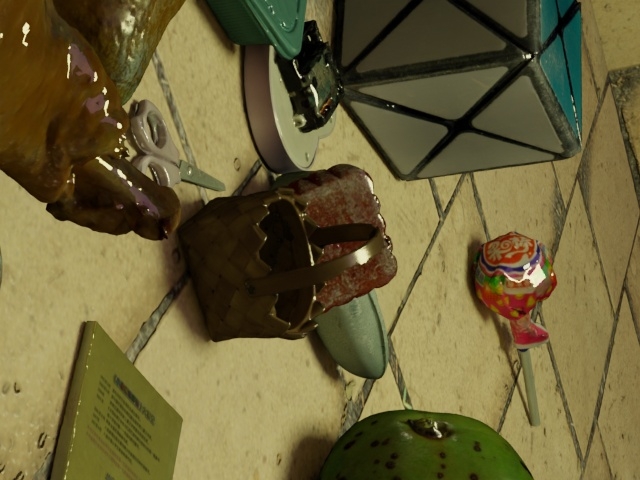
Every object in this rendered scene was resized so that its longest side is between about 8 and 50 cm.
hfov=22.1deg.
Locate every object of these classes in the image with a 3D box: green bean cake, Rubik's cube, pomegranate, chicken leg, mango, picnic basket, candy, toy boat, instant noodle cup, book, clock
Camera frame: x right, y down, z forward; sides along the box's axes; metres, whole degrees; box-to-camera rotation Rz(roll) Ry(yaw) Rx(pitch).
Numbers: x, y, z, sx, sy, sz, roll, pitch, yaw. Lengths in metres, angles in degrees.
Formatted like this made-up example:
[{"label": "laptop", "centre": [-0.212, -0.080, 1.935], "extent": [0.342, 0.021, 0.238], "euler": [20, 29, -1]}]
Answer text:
[{"label": "green bean cake", "centre": [0.000, 0.000, 1.665], "extent": [0.056, 0.135, 0.135], "euler": [-145, -144, -68]}, {"label": "Rubik's cube", "centre": [0.179, -0.246, 2.030], "extent": [0.260, 0.255, 0.259], "euler": [45, 42, -57]}, {"label": "pomegranate", "centre": [0.113, 0.301, 1.703], "extent": [0.254, 0.254, 0.270], "euler": [-62, 147, -57]}, {"label": "chicken leg", "centre": [-0.223, -0.155, 1.097], "extent": [0.409, 0.182, 0.295], "euler": [45, 19, -42]}, {"label": "mango", "centre": [-0.165, -0.261, 1.346], "extent": [0.193, 0.146, 0.316], "euler": [36, 64, -60]}, {"label": "picnic basket", "centre": [-0.027, 0.021, 1.515], "extent": [0.128, 0.178, 0.137], "euler": [-53, 130, -61]}, {"label": "candy", "centre": [0.301, 0.145, 2.434], "extent": [0.124, 0.124, 0.365], "euler": [-72, 154, -49]}, {"label": "toy boat", "centre": [0.020, 0.040, 1.763], "extent": [0.085, 0.078, 0.260], "euler": [-47, 124, -46]}, {"label": "instant noodle cup", "centre": [-0.073, -0.285, 1.668], "extent": [0.157, 0.070, 0.179], "euler": [54, 34, -47]}, {"label": "book", "centre": [-0.164, 0.189, 1.333], "extent": [0.168, 0.013, 0.192], "euler": [57, 32, -47]}, {"label": "clock", "centre": [-0.023, -0.174, 1.759], "extent": [0.198, 0.064, 0.172], "euler": [-62, 139, -58]}]

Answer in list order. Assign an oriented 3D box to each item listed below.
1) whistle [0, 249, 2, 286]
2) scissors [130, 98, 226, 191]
[{"label": "whistle", "centre": [-0.254, -0.024, 1.134], "extent": [0.107, 0.057, 0.220], "euler": [52, 34, -47]}, {"label": "scissors", "centre": [-0.130, -0.067, 1.521], "extent": [0.189, 0.015, 0.100], "euler": [24, 61, -67]}]
